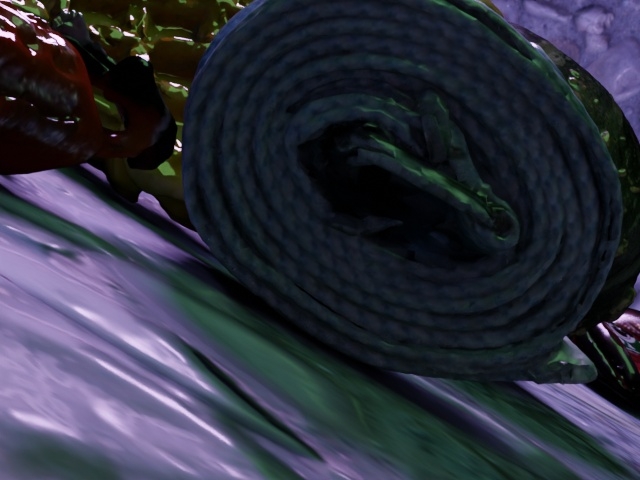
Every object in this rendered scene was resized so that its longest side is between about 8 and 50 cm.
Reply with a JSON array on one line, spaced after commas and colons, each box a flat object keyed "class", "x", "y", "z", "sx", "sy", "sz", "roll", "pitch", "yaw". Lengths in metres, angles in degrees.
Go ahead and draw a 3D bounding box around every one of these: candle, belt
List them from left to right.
[{"class": "candle", "x": -0.131, "y": -0.063, "z": 0.487, "sx": 0.084, "sy": 0.059, "sz": 0.302, "roll": 48, "pitch": 15, "yaw": 32}, {"class": "belt", "x": 0.029, "y": -0.025, "z": 0.629, "sx": 0.163, "sy": 0.147, "sz": 0.082, "roll": 7, "pitch": 10, "yaw": -7}]

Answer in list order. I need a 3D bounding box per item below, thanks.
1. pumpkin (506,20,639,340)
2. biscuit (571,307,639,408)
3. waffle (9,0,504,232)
[{"class": "pumpkin", "x": 0.083, "y": -0.027, "z": 0.893, "sx": 0.190, "sy": 0.146, "sz": 0.190, "roll": 15, "pitch": -36, "yaw": 11}, {"class": "biscuit", "x": 0.234, "y": 0.084, "z": 1.322, "sx": 0.151, "sy": 0.063, "sz": 0.235, "roll": 33, "pitch": 7, "yaw": 36}, {"class": "waffle", "x": -0.015, "y": -0.079, "z": 0.763, "sx": 0.238, "sy": 0.058, "sz": 0.243, "roll": 38, "pitch": 46, "yaw": 24}]
